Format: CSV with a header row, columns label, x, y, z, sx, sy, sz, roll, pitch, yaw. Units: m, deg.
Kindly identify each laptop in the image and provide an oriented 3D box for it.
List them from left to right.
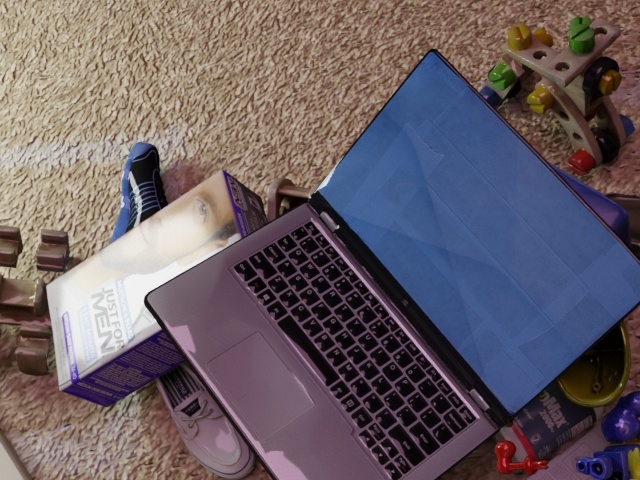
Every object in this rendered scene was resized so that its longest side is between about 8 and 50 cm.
label,x,y,z,sx,sy,sz,roll,pitch,yaw
laptop,0.072,0.060,1.087,0.408,0.236,0.382,-31,69,-24

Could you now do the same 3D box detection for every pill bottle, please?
label,x,y,z,sx,sy,sz,roll,pitch,yaw
pill bottle,0.305,0.207,1.252,0.180,0.108,0.108,-33,60,-6

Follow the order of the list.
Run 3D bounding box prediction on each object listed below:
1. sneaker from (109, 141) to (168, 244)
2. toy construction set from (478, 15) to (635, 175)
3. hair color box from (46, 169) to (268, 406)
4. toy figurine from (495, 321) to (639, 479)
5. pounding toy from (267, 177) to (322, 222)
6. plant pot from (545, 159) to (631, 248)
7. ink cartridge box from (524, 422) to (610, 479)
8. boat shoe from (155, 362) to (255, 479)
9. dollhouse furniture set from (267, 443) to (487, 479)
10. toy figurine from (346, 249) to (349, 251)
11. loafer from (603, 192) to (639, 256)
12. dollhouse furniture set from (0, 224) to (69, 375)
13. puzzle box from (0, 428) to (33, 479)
label,x,y,z,sx,sy,sz,roll,pitch,yaw
sneaker,-0.275,-0.052,1.551,0.091,0.081,0.232,2,69,11
toy construction set,0.308,-0.233,1.419,0.309,0.237,0.257,-21,59,1
hair color box,-0.222,0.072,1.346,0.339,0.110,0.185,-31,54,16
toy figurine,0.351,0.257,1.161,0.191,0.217,0.362,-18,73,42
pounding toy,0.000,0.000,1.410,0.155,0.154,0.269,9,64,18
plant pot,0.262,0.024,1.298,0.236,0.236,0.212,37,82,27
ink cartridge box,0.337,0.366,1.202,0.232,0.066,0.189,-28,56,-28
boat shoe,-0.180,0.245,1.362,0.083,0.076,0.226,-41,61,-10
dollhouse furniture set,0.053,0.383,1.176,0.356,0.174,0.303,-14,60,6
toy figurine,0.056,0.137,1.282,0.209,0.148,0.213,37,71,-9
loafer,0.492,-0.024,1.347,0.251,0.087,0.094,13,65,19
dollhouse furniture set,-0.524,0.103,1.512,0.242,0.161,0.212,7,61,-8
puzzle box,-0.544,0.403,1.374,0.272,0.052,0.409,-39,60,-9
